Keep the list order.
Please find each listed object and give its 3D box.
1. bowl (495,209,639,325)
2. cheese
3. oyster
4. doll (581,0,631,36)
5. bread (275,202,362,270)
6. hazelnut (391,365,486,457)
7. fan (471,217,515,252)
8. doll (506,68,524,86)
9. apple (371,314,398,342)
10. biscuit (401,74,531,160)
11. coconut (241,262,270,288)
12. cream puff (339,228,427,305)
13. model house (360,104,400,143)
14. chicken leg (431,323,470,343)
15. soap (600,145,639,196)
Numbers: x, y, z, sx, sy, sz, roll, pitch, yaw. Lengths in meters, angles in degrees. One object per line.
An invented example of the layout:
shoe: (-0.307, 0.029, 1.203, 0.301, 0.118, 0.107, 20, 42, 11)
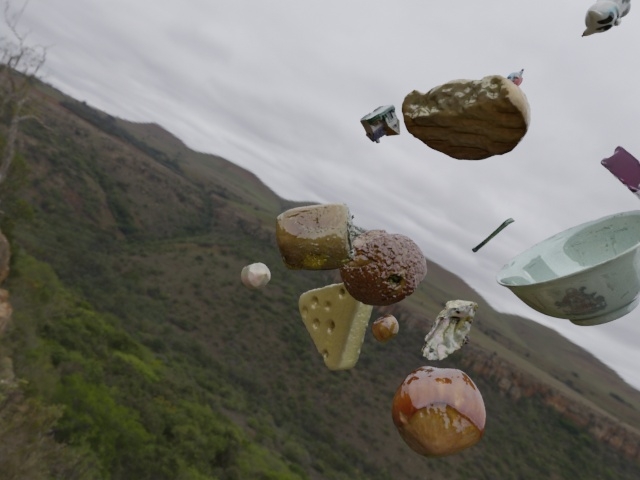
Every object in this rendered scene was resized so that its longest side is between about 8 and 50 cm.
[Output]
bowl: (0.709, 0.100, 1.430, 0.195, 0.435, 0.435, 63, -5, -4)
cheese: (0.046, 0.323, 2.307, 0.104, 0.383, 0.384, 7, 13, -43)
oyster: (0.353, 0.244, 1.522, 0.133, 0.209, 0.072, 31, -1, -28)
doll: (0.935, -0.747, 1.759, 0.107, 0.180, 0.110, 27, -25, 34)
bread: (0.000, 0.000, 1.557, 0.247, 0.176, 0.195, -7, -18, 5)
hazelnut: (0.215, 0.322, 1.032, 0.182, 0.182, 0.182, 26, -1, 1)
fan: (0.485, -0.013, 1.542, 0.016, 0.038, 0.193, 65, -27, 20)
doll: (0.486, -0.398, 1.378, 0.039, 0.114, 0.057, 18, -27, 42)
apple: (0.195, 0.265, 1.625, 0.071, 0.084, 0.084, 58, -3, -2)
biscuit: (0.325, -0.265, 1.188, 0.274, 0.091, 0.213, 2, -27, 37)
coconut: (-0.254, 0.138, 2.160, 0.125, 0.110, 0.110, -16, -33, 42)
cream puff: (0.197, 0.076, 1.832, 0.303, 0.303, 0.212, 24, -32, 60)
model house: (0.197, -0.368, 1.739, 0.088, 0.101, 0.100, 18, -41, 62)
chicken leg: (0.482, 0.339, 1.994, 0.145, 0.062, 0.037, 32, -29, 26)
soap: (0.819, -0.171, 1.420, 0.203, 0.065, 0.122, 7, 42, -54)
